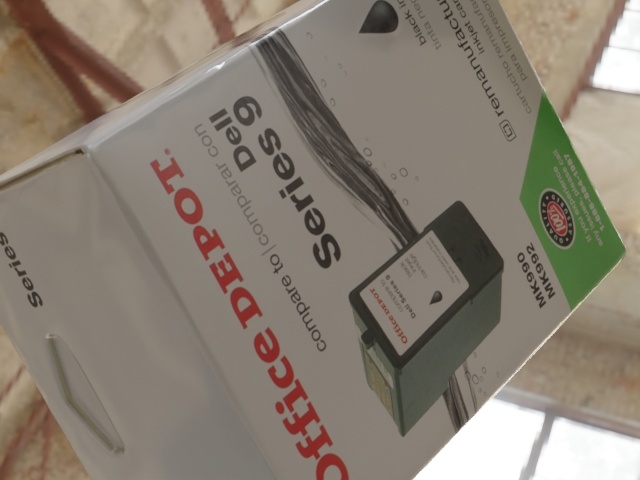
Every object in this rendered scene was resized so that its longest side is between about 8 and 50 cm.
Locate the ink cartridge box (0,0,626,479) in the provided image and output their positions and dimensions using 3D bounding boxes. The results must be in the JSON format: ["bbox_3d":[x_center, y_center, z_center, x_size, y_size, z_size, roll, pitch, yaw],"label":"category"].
[{"bbox_3d":[0.000,0.000,0.693,0.289,0.121,0.211,-39,-75,-42],"label":"ink cartridge box"}]
